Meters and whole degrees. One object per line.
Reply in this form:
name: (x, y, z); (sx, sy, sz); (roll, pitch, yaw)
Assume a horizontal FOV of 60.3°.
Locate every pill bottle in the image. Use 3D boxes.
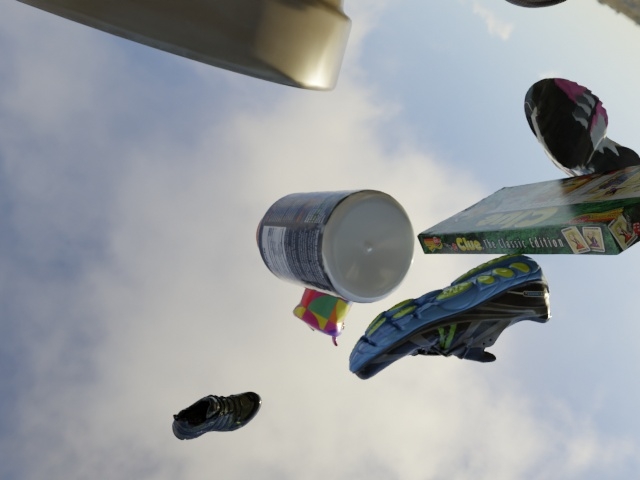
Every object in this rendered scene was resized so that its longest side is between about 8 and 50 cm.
pill bottle: (0.000, 0.000, 0.715); (0.130, 0.131, 0.245); (14, 177, -29)

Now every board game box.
board game box: (0.211, -0.026, 0.517); (0.136, 0.259, 0.030); (-30, -81, -19)

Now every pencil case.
pencil case: (0.039, 0.060, 0.984); (0.104, 0.237, 0.104); (27, 171, 4)

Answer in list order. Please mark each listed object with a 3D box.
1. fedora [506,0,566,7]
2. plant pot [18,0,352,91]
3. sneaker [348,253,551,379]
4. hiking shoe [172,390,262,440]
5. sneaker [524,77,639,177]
fedora: (0.304, -0.430, 0.651); (0.244, 0.275, 0.124); (51, 170, -15)
plant pot: (-0.100, -0.307, 0.438); (0.322, 0.281, 0.323); (16, -161, -6)
sneaker: (0.110, 0.081, 0.475); (0.078, 0.188, 0.067); (63, -170, -9)
hiking shoe: (-0.245, 0.420, 1.340); (0.226, 0.114, 0.086); (-14, -119, -23)
sneaker: (0.263, -0.104, 0.588); (0.178, 0.072, 0.077); (37, -176, -31)
